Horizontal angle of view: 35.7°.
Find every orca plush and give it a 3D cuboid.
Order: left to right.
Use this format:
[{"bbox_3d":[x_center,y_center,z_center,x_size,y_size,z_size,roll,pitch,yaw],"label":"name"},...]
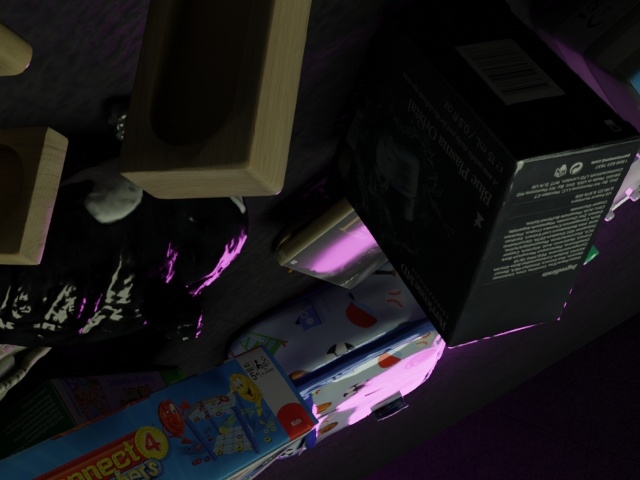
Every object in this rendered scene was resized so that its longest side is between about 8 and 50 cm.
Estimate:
[{"bbox_3d":[-0.102,0.008,0.522,0.151,0.102,0.287,-61,161,4],"label":"orca plush"}]

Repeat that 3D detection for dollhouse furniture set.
[{"bbox_3d":[-0.099,-0.075,0.316,0.151,0.144,0.123,0,162,25],"label":"dollhouse furniture set"}]

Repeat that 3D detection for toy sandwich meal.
[{"bbox_3d":[0.000,0.000,0.852,0.085,0.029,0.085,-30,161,-11],"label":"toy sandwich meal"}]

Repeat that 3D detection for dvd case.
[{"bbox_3d":[0.081,-0.038,0.817,0.221,0.018,0.164,-38,160,11],"label":"dvd case"}]

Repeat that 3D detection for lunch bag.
[{"bbox_3d":[0.011,0.145,1.107,0.243,0.115,0.303,-28,159,-11],"label":"lunch bag"}]

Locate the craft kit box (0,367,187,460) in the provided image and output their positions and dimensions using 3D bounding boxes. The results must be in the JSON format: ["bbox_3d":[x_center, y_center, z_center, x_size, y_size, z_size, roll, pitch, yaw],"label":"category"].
[{"bbox_3d":[-0.254,0.206,0.874,0.250,0.061,0.246,-37,169,10],"label":"craft kit box"}]

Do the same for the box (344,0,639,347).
[{"bbox_3d":[0.099,-0.045,0.639,0.093,0.156,0.158,-13,138,-23],"label":"box"}]

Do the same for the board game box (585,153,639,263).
[{"bbox_3d":[0.381,-0.077,1.124,0.390,0.050,0.390,-40,166,16],"label":"board game box"}]

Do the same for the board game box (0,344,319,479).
[{"bbox_3d":[-0.199,0.235,0.806,0.302,0.086,0.308,-18,159,-51],"label":"board game box"}]

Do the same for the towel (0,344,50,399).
[{"bbox_3d":[-0.278,0.176,0.559,0.324,0.056,0.312,-51,180,20],"label":"towel"}]

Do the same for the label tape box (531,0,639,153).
[{"bbox_3d":[0.283,-0.182,0.683,0.249,0.115,0.348,-38,-161,11],"label":"label tape box"}]

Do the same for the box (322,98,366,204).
[{"bbox_3d":[0.086,-0.090,0.774,0.162,0.029,0.116,-26,160,-25],"label":"box"}]
